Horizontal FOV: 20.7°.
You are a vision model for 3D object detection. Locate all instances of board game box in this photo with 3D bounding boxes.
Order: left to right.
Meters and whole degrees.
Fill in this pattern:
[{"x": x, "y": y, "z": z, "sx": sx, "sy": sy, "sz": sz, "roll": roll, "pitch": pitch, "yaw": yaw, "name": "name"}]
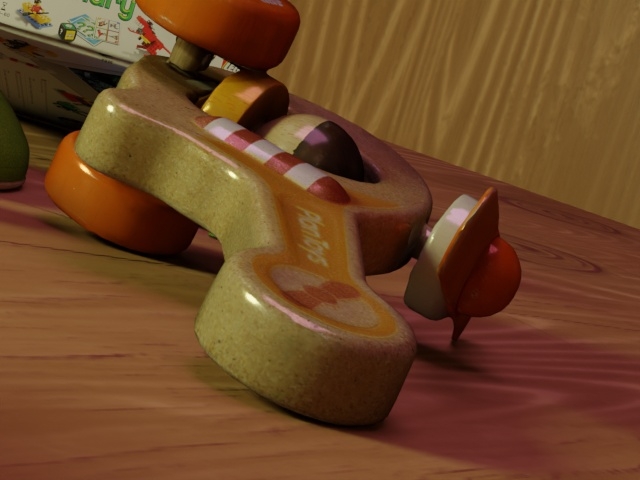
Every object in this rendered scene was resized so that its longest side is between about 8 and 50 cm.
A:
[{"x": -0.149, "y": -0.119, "z": 1.218, "sx": 0.193, "sy": 0.053, "sz": 0.305, "roll": 16, "pitch": -8, "yaw": -7, "name": "board game box"}]

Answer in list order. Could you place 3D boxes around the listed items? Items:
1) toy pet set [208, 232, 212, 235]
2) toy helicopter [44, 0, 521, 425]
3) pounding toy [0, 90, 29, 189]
[{"x": -0.081, "y": -0.047, "z": 1.059, "sx": 0.122, "sy": 0.065, "sz": 0.114, "roll": 16, "pitch": 7, "yaw": -17, "name": "toy pet set"}, {"x": 0.000, "y": 0.000, "z": 0.793, "sx": 0.235, "sy": 0.140, "sz": 0.355, "roll": 25, "pitch": 16, "yaw": -12, "name": "toy helicopter"}, {"x": -0.241, "y": -0.105, "z": 0.933, "sx": 0.183, "sy": 0.110, "sz": 0.237, "roll": 18, "pitch": 6, "yaw": 8, "name": "pounding toy"}]
